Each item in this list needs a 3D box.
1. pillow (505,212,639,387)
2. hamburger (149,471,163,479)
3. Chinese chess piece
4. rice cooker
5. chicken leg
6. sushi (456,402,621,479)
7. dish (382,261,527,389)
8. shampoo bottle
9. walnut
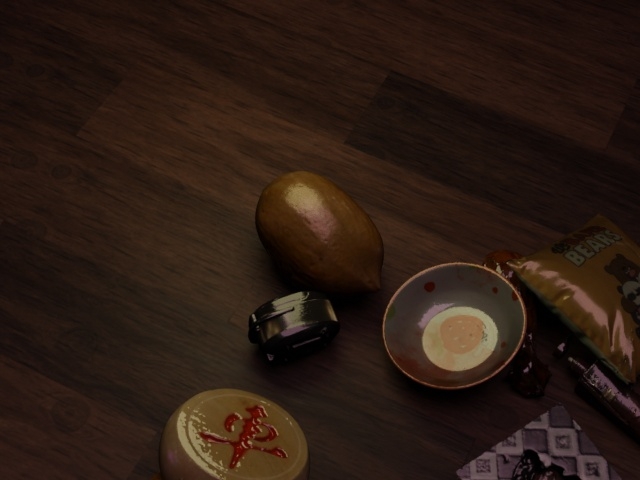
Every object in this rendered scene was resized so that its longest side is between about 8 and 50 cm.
[{"bbox_3d":[0.542,0.098,2.020,0.310,0.119,0.312,-26,63,-37],"label":"pillow"},{"bbox_3d":[-0.234,0.447,1.764,0.147,0.083,0.138,28,57,20],"label":"hamburger"},{"bbox_3d":[-0.139,0.351,1.776,0.251,0.097,0.250,16,31,-10],"label":"Chinese chess piece"},{"bbox_3d":[-0.048,0.156,1.967,0.165,0.112,0.106,-22,65,-17],"label":"rice cooker"},{"bbox_3d":[0.375,0.147,2.023,0.113,0.093,0.304,1,58,-17],"label":"chicken leg"},{"bbox_3d":[0.382,0.428,1.843,0.231,0.047,0.219,-29,66,-17],"label":"sushi"},{"bbox_3d":[0.247,0.170,1.978,0.260,0.085,0.260,-8,55,11],"label":"dish"},{"bbox_3d":[0.516,0.269,1.950,0.068,0.067,0.236,-39,65,-20],"label":"shampoo bottle"},{"bbox_3d":[0.000,0.000,2.033,0.203,0.203,0.298,-34,66,-24],"label":"walnut"}]
